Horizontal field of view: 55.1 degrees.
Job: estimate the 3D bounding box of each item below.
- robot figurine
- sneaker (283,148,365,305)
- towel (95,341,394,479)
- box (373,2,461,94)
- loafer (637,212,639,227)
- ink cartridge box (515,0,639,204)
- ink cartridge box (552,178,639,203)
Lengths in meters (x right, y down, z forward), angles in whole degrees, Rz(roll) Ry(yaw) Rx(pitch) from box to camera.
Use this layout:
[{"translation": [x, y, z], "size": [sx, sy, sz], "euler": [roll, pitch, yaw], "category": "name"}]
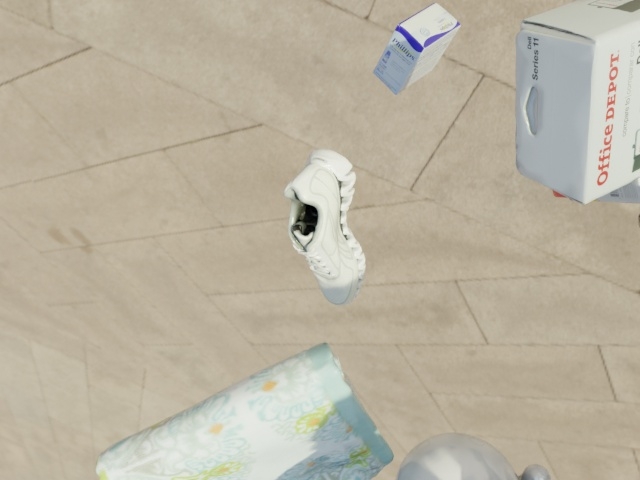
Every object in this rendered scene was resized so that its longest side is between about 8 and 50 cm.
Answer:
[{"translation": [0.228, 0.435, 1.006], "size": [0.299, 0.200, 0.353], "euler": [-22, 147, 2], "category": "robot figurine"}, {"translation": [0.000, 0.000, 1.011], "size": [0.110, 0.118, 0.292], "euler": [12, 130, 31], "category": "sneaker"}, {"translation": [-0.073, 0.311, 0.863], "size": [0.320, 0.090, 0.375], "euler": [-28, 139, -3], "category": "towel"}, {"translation": [0.188, -0.377, 1.209], "size": [0.072, 0.126, 0.137], "euler": [46, 148, 8], "category": "box"}, {"translation": [0.605, 0.028, 0.782], "size": [0.365, 0.133, 0.130], "euler": [36, 116, 20], "category": "loafer"}, {"translation": [0.284, -0.144, 0.548], "size": [0.087, 0.208, 0.153], "euler": [45, 154, 52], "category": "ink cartridge box"}, {"translation": [0.464, -0.137, 1.003], "size": [0.231, 0.077, 0.134], "euler": [-153, 46, -76], "category": "ink cartridge box"}]
